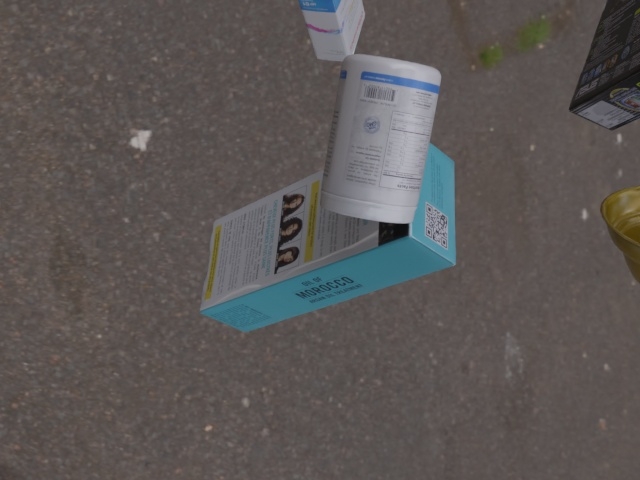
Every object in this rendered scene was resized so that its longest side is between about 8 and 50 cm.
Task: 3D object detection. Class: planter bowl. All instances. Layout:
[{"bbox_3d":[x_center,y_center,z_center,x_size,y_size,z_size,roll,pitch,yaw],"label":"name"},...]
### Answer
[{"bbox_3d":[0.448,0.016,0.985,0.217,0.217,0.090,-29,130,-44],"label":"planter bowl"}]

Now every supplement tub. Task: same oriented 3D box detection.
[{"bbox_3d":[0.041,-0.070,0.557,0.071,0.071,0.107,-1,105,-48],"label":"supplement tub"}]

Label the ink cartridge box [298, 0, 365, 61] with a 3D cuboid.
[{"bbox_3d":[0.016,-0.305,1.039,0.122,0.052,0.089,65,37,-57],"label":"ink cartridge box"}]

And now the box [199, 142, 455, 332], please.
[{"bbox_3d":[0.000,0.000,0.695,0.060,0.244,0.101,30,53,-38],"label":"box"}]

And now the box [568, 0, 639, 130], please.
[{"bbox_3d":[0.366,-0.246,0.797,0.060,0.270,0.216,23,80,-7],"label":"box"}]
